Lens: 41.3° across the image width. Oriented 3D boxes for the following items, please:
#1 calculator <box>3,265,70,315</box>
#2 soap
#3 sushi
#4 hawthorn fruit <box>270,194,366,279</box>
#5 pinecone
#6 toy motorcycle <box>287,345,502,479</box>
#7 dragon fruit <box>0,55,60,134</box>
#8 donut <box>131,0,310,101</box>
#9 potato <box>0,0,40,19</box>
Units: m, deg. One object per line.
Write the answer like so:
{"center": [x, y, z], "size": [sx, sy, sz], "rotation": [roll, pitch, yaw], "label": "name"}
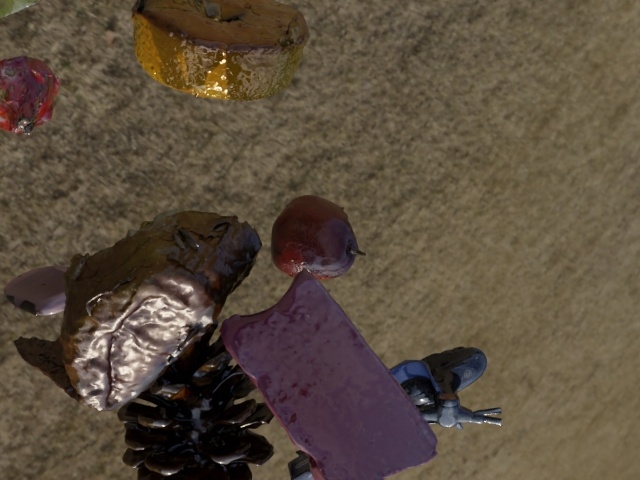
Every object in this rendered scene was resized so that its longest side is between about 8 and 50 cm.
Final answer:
{"center": [-0.362, 0.066, 1.149], "size": [0.103, 0.165, 0.024], "rotation": [-36, 124, -44], "label": "calculator"}
{"center": [0.002, 0.186, 1.005], "size": [0.128, 0.233, 0.359], "rotation": [-35, 170, -9], "label": "soap"}
{"center": [-0.196, 0.065, 0.939], "size": [0.166, 0.179, 0.296], "rotation": [26, 117, -31], "label": "sushi"}
{"center": [0.000, 0.000, 1.447], "size": [0.148, 0.172, 0.148], "rotation": [-31, 127, -51], "label": "hawthorn fruit"}
{"center": [-0.188, 0.254, 1.305], "size": [0.244, 0.244, 0.309], "rotation": [-23, 121, -39], "label": "pinecone"}
{"center": [0.116, 0.283, 1.326], "size": [0.358, 0.212, 0.125], "rotation": [-31, 103, -2], "label": "toy motorcycle"}
{"center": [-0.502, -0.220, 1.437], "size": [0.153, 0.111, 0.153], "rotation": [-25, 160, -10], "label": "dragon fruit"}
{"center": [-0.131, -0.275, 1.123], "size": [0.253, 0.253, 0.118], "rotation": [-21, 137, -40], "label": "donut"}
{"center": [-0.651, -0.550, 1.783], "size": [0.111, 0.271, 0.160], "rotation": [62, 28, -32], "label": "potato"}
